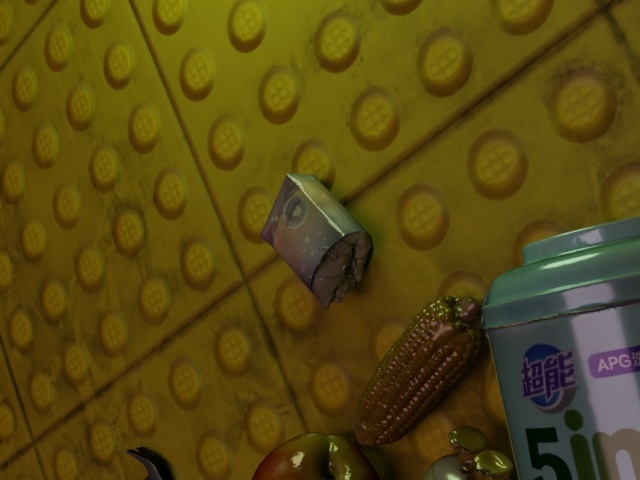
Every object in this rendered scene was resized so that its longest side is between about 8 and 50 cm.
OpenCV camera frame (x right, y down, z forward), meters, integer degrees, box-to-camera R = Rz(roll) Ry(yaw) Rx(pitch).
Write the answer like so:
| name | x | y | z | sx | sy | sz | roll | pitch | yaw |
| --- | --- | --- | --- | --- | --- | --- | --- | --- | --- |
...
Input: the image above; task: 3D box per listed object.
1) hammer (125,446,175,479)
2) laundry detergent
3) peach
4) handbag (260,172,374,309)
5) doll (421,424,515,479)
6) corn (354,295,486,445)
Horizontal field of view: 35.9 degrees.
| name | x | y | z | sx | sy | sz | roll | pitch | yaw |
| --- | --- | --- | --- | --- | --- | --- | --- | --- | --- |
| hammer | -0.345 | 0.452 | 1.690 | 0.290 | 0.037 | 0.137 | -36 | 69 | 36 |
| laundry detergent | 0.313 | 0.136 | 0.948 | 0.287 | 0.287 | 0.305 | -17 | 82 | 40 |
| peach | -0.007 | 0.358 | 1.307 | 0.190 | 0.190 | 0.192 | 46 | 131 | 30 |
| handbag | 0.000 | 0.000 | 1.346 | 0.173 | 0.095 | 0.117 | 49 | 126 | 37 |
| doll | 0.160 | 0.370 | 1.199 | 0.141 | 0.117 | 0.296 | 38 | 115 | 46 |
| corn | 0.123 | 0.164 | 1.239 | 0.097 | 0.097 | 0.261 | 52 | 123 | 27 |
